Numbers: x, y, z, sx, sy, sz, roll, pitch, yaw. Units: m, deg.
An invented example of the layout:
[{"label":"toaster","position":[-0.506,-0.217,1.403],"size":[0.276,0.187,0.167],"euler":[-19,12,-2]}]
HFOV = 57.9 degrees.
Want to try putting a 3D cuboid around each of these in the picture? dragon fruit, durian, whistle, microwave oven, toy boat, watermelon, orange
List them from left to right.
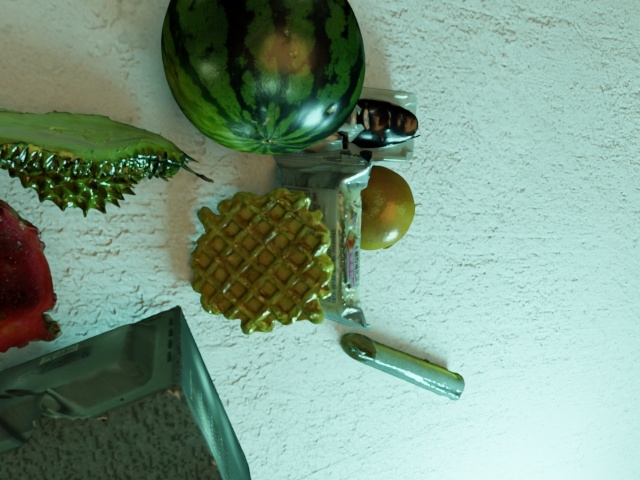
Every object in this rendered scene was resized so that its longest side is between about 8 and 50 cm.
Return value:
[{"label":"dragon fruit","position":[-0.447,0.068,0.772],"size":[0.262,0.134,0.211],"euler":[-40,129,-1]},{"label":"microwave oven","position":[-0.332,0.323,0.744],"size":[0.432,0.236,0.374],"euler":[-21,109,-7]},{"label":"durian","position":[-0.325,-0.110,0.803],"size":[0.375,0.107,0.132],"euler":[2,59,-46]},{"label":"watermelon","position":[-0.083,-0.261,0.819],"size":[0.285,0.285,0.285],"euler":[-6,102,-29]},{"label":"toy boat","position":[0.071,-0.204,1.014],"size":[0.269,0.141,0.140],"euler":[-5,101,-42]},{"label":"orange","position":[0.096,-0.058,1.049],"size":[0.134,0.155,0.154],"euler":[-4,104,-71]},{"label":"whistle","position":[0.178,0.261,1.194],"size":[0.326,0.068,0.057],"euler":[27,94,-32]}]

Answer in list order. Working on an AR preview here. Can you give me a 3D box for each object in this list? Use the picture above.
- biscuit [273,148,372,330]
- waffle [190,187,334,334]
[{"label":"biscuit","position":[0.004,0.000,0.986],"size":[0.079,0.186,0.309],"euler":[-17,109,-58]},{"label":"waffle","position":[-0.097,0.037,0.931],"size":[0.238,0.059,0.243],"euler":[0,99,8]}]
